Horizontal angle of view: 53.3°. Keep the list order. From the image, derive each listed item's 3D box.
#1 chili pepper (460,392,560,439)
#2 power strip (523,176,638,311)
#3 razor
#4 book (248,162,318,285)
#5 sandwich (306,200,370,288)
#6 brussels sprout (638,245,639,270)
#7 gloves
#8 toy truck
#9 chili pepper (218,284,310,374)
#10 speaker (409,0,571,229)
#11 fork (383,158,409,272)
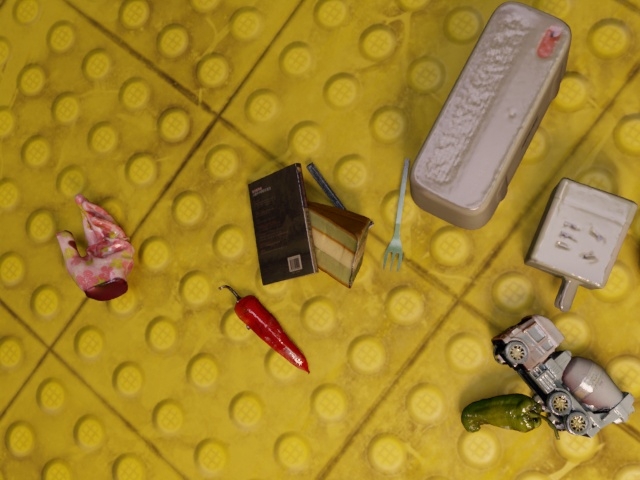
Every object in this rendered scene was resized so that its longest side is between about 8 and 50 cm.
[{"bbox_3d":[0.353,0.317,1.171,0.203,0.072,0.073,-17,83,47],"label":"chili pepper"},{"bbox_3d":[0.463,0.018,1.176,0.140,0.139,0.225,23,90,13],"label":"power strip"},{"bbox_3d":[0.032,-0.089,1.343,0.066,0.033,0.190,-38,77,7],"label":"razor"},{"bbox_3d":[-0.081,-0.030,1.328,0.160,0.024,0.229,-16,80,43],"label":"book"},{"bbox_3d":[0.000,0.000,1.270,0.187,0.144,0.117,14,109,15],"label":"sandwich"},{"bbox_3d":[0.654,0.062,1.130,0.183,0.131,0.146,20,84,10],"label":"brussels sprout"},{"bbox_3d":[-0.496,0.010,1.419,0.145,0.126,0.241,-36,53,28],"label":"gloves"},{"bbox_3d":[0.447,0.250,1.180,0.140,0.108,0.257,-38,79,-6],"label":"toy truck"},{"bbox_3d":[-0.117,0.183,1.344,0.059,0.050,0.268,-43,77,-10],"label":"chili pepper"},{"bbox_3d":[0.320,-0.230,1.210,0.183,0.184,0.407,28,92,15],"label":"speaker"},{"bbox_3d":[0.165,-0.051,1.315,0.039,0.021,0.235,9,85,10],"label":"fork"}]
